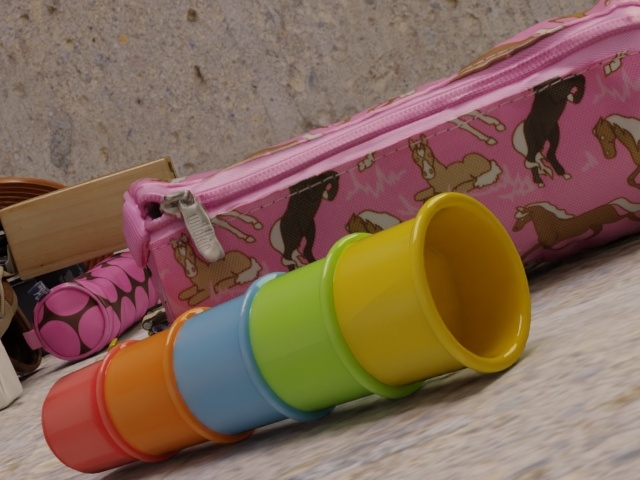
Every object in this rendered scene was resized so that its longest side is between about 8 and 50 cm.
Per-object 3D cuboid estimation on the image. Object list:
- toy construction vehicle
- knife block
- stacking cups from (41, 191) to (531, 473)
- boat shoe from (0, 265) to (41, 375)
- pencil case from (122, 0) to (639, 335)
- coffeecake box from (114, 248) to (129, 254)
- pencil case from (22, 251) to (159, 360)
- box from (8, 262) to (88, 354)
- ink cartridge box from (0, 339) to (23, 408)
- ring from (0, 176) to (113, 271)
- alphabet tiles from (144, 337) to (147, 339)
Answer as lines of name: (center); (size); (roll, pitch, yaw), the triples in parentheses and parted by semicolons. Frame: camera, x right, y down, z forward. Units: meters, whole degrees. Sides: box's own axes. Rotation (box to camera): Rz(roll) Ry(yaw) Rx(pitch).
toy construction vehicle: (-0.142, 0.092, 1.488); (0.098, 0.035, 0.086); (-25, 24, 15)
knife block: (-0.314, -0.009, 2.044); (0.242, 0.088, 0.275); (-22, 7, -33)
stacking cups: (-0.036, 0.059, 0.979); (0.316, 0.096, 0.096); (-19, 6, 40)
boat shoe: (-0.374, 0.055, 1.826); (0.116, 0.123, 0.324); (-7, -28, 6)
pencil case: (0.069, -0.032, 1.127); (0.386, 0.160, 0.167); (-22, 4, 7)
coffeecake box: (-0.207, 0.005, 2.542); (0.185, 0.068, 0.142); (-19, 7, 42)
pencil case: (-0.246, 0.069, 1.923); (0.098, 0.095, 0.209); (-33, 0, 15)
box: (-0.368, 0.097, 2.162); (0.156, 0.093, 0.158); (-22, 6, 15)
ink cartridge box: (-0.408, 0.140, 1.723); (0.198, 0.115, 0.067); (-22, 6, 6)
ring: (-0.425, 0.046, 2.254); (0.336, 0.032, 0.337); (-15, -37, -11)
alphabet tiles: (-0.051, 0.047, 1.636); (0.278, 0.021, 0.284); (-24, 4, -17)
